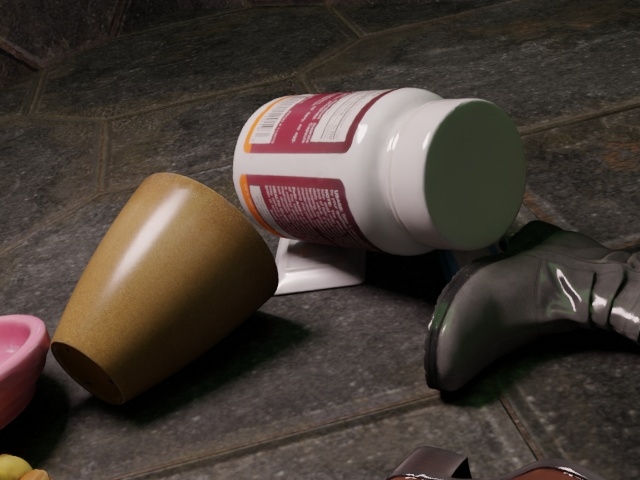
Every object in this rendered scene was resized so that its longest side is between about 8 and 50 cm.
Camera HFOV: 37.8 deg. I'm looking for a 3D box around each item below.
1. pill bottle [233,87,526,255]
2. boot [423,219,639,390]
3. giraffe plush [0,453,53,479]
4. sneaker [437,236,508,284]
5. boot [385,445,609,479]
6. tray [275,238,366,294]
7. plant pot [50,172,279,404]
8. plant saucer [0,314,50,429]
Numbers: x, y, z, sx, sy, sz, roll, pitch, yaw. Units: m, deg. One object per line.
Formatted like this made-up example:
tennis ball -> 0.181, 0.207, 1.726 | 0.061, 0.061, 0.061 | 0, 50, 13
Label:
pill bottle -> 0.072, -0.096, 1.290 | 0.224, 0.224, 0.392 | -29, 22, -32
boot -> 0.289, 0.084, 1.107 | 0.223, 0.118, 0.338 | 17, 42, 36
giraffe plush -> -0.386, 0.256, 0.963 | 0.182, 0.170, 0.210 | -6, 27, 10
sneaker -> 0.216, 0.000, 1.339 | 0.092, 0.087, 0.228 | -4, 33, -1
boot -> 0.098, 0.288, 0.739 | 0.264, 0.096, 0.280 | 7, 37, 40
tray -> 0.000, 0.000, 1.477 | 0.145, 0.030, 0.270 | -7, 27, 7
plant pot -> -0.220, 0.083, 1.223 | 0.237, 0.237, 0.254 | 10, 49, 37
plant saucer -> -0.491, 0.200, 1.165 | 0.332, 0.084, 0.332 | -17, 15, 5
